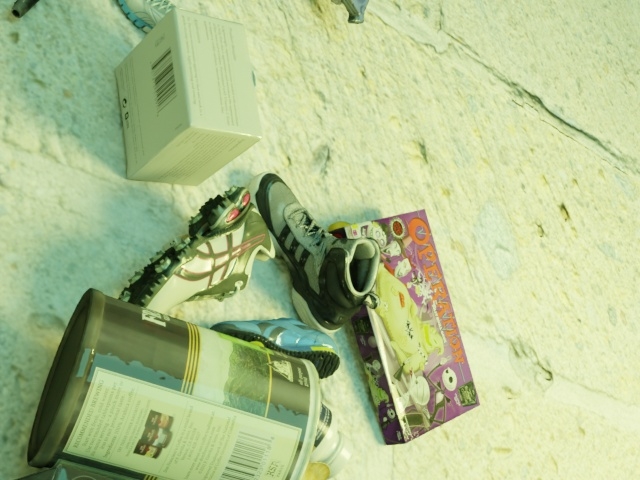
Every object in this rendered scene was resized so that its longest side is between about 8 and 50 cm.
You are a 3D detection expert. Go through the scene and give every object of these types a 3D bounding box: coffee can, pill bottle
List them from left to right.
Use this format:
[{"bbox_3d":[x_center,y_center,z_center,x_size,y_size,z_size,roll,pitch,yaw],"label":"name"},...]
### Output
[{"bbox_3d":[-0.167,0.193,1.031,0.275,0.201,0.201,21,57,-19],"label":"coffee can"},{"bbox_3d":[-0.036,0.251,1.235,0.169,0.094,0.094,44,47,-17],"label":"pill bottle"}]

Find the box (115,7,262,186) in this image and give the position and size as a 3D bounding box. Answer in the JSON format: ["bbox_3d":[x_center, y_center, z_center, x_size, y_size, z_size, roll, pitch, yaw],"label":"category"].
[{"bbox_3d":[-0.186,-0.192,1.250,0.119,0.182,0.181,5,67,-39],"label":"box"}]

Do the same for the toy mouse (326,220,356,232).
[{"bbox_3d":[0.063,0.034,1.472,0.161,0.031,0.143,0,71,-42],"label":"toy mouse"}]

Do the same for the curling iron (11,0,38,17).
[{"bbox_3d":[-0.373,-0.408,1.282,0.068,0.035,0.274,71,32,-49],"label":"curling iron"}]

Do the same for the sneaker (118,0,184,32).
[{"bbox_3d":[-0.225,-0.335,1.354,0.190,0.083,0.071,49,47,-11],"label":"sneaker"}]

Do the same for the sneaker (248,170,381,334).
[{"bbox_3d":[0.000,0.000,1.345,0.101,0.153,0.268,-24,87,-46],"label":"sneaker"}]

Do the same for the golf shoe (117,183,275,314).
[{"bbox_3d":[-0.154,0.041,1.177,0.120,0.105,0.273,54,50,-15],"label":"golf shoe"}]

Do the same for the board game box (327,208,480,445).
[{"bbox_3d":[0.139,0.131,1.457,0.208,0.056,0.346,-14,87,-49],"label":"board game box"}]

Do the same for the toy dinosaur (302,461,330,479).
[{"bbox_3d":[-0.033,0.317,1.200,0.053,0.093,0.183,-115,180,-47],"label":"toy dinosaur"}]

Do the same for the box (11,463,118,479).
[{"bbox_3d":[-0.212,0.354,0.976,0.270,0.165,0.143,27,55,-31],"label":"box"}]

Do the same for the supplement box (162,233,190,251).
[{"bbox_3d":[-0.165,0.018,1.271,0.098,0.036,0.062,-20,84,-45],"label":"supplement box"}]

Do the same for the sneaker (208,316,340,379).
[{"bbox_3d":[-0.072,0.144,1.287,0.209,0.069,0.082,14,29,-28],"label":"sneaker"}]

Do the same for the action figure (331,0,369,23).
[{"bbox_3d":[-0.001,-0.572,1.610,0.330,0.179,0.341,15,86,-42],"label":"action figure"}]
